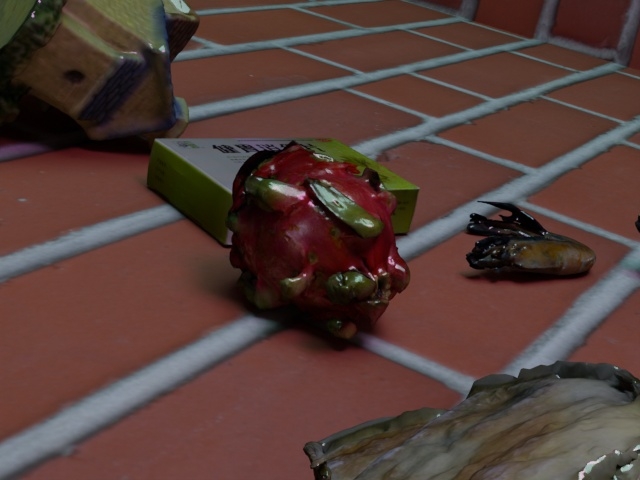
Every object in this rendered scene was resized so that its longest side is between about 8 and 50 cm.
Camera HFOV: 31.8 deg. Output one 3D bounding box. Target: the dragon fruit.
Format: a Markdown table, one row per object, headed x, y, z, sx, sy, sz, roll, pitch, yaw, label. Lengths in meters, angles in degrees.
| x | y | z | sx | sy | sz | roll | pitch | yaw | label |
| --- | --- | --- | --- | --- | --- | --- | --- | --- | --- |
| 0.000 | 0.000 | 1.021 | 0.172 | 0.160 | 0.166 | 28 | 2 | 35 | dragon fruit |

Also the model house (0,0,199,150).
| x | y | z | sx | sy | sz | roll | pitch | yaw | label |
| --- | --- | --- | --- | --- | --- | --- | --- | --- | --- |
| -0.303 | -0.228 | 1.387 | 0.266 | 0.261 | 0.321 | 30 | 28 | -33 | model house |

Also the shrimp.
| x | y | z | sx | sy | sz | roll | pitch | yaw | label |
| --- | --- | --- | --- | --- | --- | --- | --- | --- | --- |
| 0.220 | -0.002 | 1.297 | 0.219 | 0.046 | 0.152 | -2 | 26 | -44 | shrimp |

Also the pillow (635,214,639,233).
| x | y | z | sx | sy | sz | roll | pitch | yaw | label |
| --- | --- | --- | --- | --- | --- | --- | --- | --- | --- |
| 0.514 | 0.027 | 1.316 | 0.250 | 0.106 | 0.186 | 32 | 20 | 37 | pillow |

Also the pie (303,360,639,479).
| x | y | z | sx | sy | sz | roll | pitch | yaw | label |
| --- | --- | --- | --- | --- | --- | --- | --- | --- | --- |
| 0.031 | 0.151 | 0.560 | 0.338 | 0.075 | 0.337 | -24 | 5 | 2 | pie |

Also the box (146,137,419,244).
| x | y | z | sx | sy | sz | roll | pitch | yaw | label |
| --- | --- | --- | --- | --- | --- | --- | --- | --- | --- |
| -0.041 | -0.062 | 1.277 | 0.261 | 0.062 | 0.175 | -5 | 27 | -38 | box |
